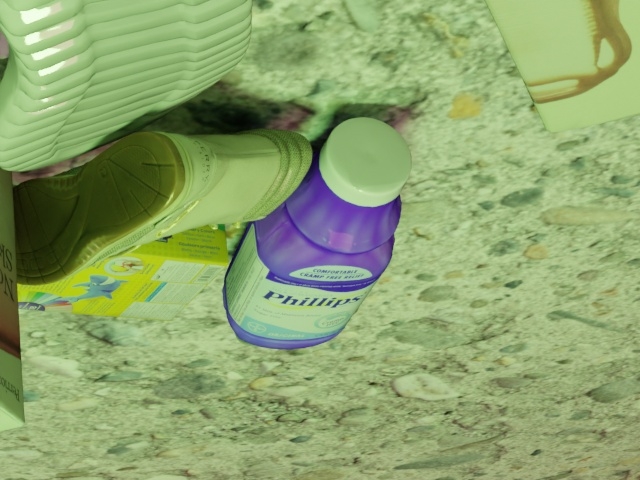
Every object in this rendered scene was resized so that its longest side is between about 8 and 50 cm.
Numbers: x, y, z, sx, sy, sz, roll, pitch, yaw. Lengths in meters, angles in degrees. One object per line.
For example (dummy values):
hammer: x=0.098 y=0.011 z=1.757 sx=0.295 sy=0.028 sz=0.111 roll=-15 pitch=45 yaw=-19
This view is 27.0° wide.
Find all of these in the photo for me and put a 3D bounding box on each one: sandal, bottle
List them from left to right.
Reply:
sandal: x=-0.121 y=-0.138 z=0.758 sx=0.169 sy=0.102 sz=0.416 roll=-21 pitch=176 yaw=-17
bottle: x=0.000 y=0.000 z=1.094 sx=0.118 sy=0.092 sz=0.283 roll=1 pitch=153 yaw=-17

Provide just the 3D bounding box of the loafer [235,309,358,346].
loafer: x=-0.021 y=0.080 z=1.319 sx=0.125 sy=0.045 sz=0.039 roll=-17 pitch=160 yaw=12

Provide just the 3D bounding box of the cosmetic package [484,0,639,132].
cosmetic package: x=0.131 y=-0.191 z=0.666 sx=0.129 sy=0.153 sz=0.296 roll=-15 pitch=153 yaw=17

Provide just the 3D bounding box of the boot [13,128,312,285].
boot: x=-0.125 y=-0.027 z=0.979 sx=0.213 sy=0.077 sz=0.165 roll=-23 pitch=173 yaw=38

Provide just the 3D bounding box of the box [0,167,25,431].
box: x=-0.280 y=0.006 z=0.854 sx=0.127 sy=0.232 sz=0.148 roll=-14 pitch=154 yaw=9

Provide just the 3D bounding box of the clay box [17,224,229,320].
clay box: x=-0.203 y=0.014 z=1.108 sx=0.222 sy=0.053 sz=0.127 roll=8 pitch=150 yaw=-29
